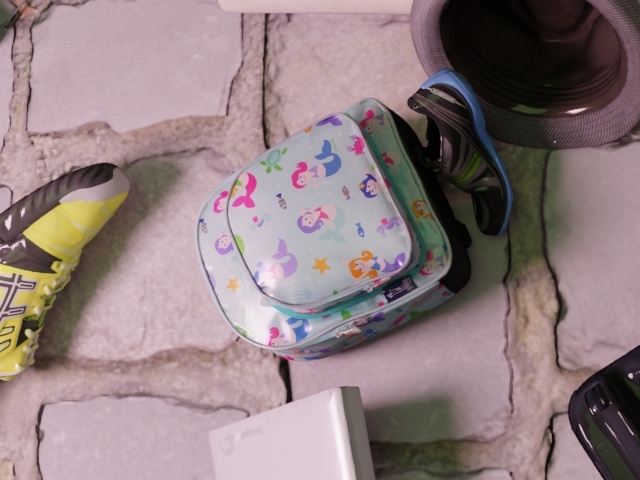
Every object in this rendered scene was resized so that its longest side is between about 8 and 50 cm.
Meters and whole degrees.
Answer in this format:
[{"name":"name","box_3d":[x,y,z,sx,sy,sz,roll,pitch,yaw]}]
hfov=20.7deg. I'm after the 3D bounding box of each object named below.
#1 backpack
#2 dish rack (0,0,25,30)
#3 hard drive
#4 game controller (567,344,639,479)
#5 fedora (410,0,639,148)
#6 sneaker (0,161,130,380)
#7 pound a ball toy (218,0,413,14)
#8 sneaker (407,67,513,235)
[{"name":"backpack","box_3d":[0.000,0.000,1.785,0.253,0.191,0.225,-28,72,16]},{"name":"dish rack","box_3d":[-0.389,-0.365,2.041,0.208,0.074,0.271,42,94,20]},{"name":"hard drive","box_3d":[-0.014,0.319,1.752,0.203,0.040,0.307,-23,71,41]},{"name":"game controller","box_3d":[0.379,0.240,1.679,0.166,0.067,0.319,-30,71,-5]},{"name":"fedora","box_3d":[0.220,-0.225,1.743,0.244,0.275,0.124,-3,53,27]},{"name":"sneaker","box_3d":[-0.344,0.064,1.924,0.385,0.145,0.147,-41,90,9]},{"name":"pound a ball toy","box_3d":[0.061,-0.335,1.874,0.319,0.135,0.208,3,55,19]},{"name":"sneaker","box_3d":[0.139,-0.084,1.770,0.078,0.188,0.067,-30,28,-7]}]
